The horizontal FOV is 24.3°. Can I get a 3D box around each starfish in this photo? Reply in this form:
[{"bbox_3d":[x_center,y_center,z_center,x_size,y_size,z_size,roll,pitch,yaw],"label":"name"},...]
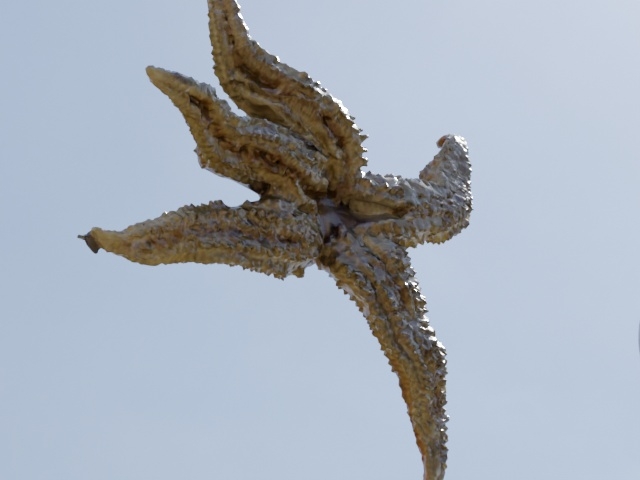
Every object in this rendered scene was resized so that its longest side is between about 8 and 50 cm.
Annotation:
[{"bbox_3d":[-0.021,-0.016,0.960,0.293,0.301,0.084,33,-36,-32],"label":"starfish"}]

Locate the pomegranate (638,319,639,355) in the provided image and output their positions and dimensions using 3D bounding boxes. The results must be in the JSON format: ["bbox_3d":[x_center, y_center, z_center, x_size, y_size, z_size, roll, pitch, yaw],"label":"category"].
[{"bbox_3d":[0.472,0.077,1.375,0.338,0.338,0.338,15,-49,18],"label":"pomegranate"}]
